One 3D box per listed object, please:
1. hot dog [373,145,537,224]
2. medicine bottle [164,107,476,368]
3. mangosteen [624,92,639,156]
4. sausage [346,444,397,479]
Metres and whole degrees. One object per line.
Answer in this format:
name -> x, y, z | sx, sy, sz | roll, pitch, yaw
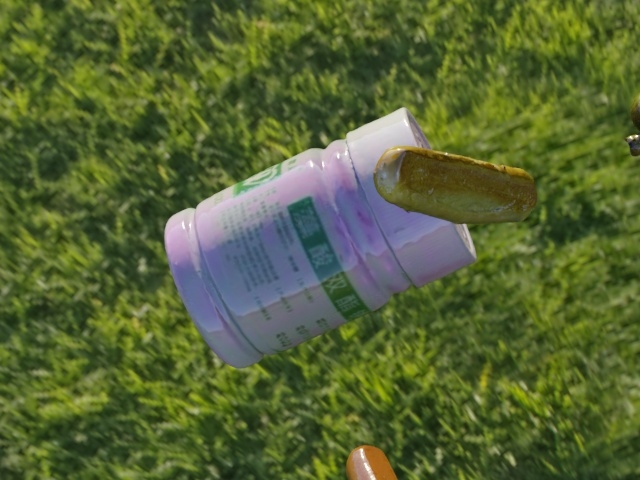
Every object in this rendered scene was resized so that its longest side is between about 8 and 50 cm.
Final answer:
hot dog -> 0.124, -0.049, 1.275 | 0.047, 0.216, 0.066 | 12, 95, 45
medicine bottle -> 0.000, 0.000, 1.622 | 0.325, 0.212, 0.212 | -24, 59, 9
mangosteen -> 0.488, -0.167, 1.761 | 0.200, 0.200, 0.199 | -9, 62, 17
sausage -> 0.056, 0.238, 1.201 | 0.039, 0.041, 0.131 | -64, 28, 26
